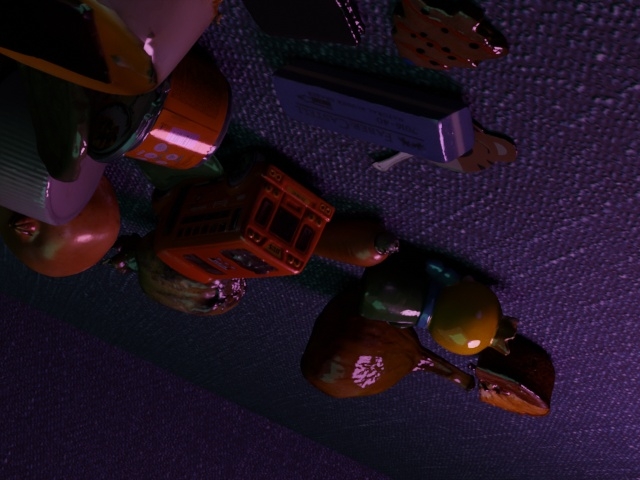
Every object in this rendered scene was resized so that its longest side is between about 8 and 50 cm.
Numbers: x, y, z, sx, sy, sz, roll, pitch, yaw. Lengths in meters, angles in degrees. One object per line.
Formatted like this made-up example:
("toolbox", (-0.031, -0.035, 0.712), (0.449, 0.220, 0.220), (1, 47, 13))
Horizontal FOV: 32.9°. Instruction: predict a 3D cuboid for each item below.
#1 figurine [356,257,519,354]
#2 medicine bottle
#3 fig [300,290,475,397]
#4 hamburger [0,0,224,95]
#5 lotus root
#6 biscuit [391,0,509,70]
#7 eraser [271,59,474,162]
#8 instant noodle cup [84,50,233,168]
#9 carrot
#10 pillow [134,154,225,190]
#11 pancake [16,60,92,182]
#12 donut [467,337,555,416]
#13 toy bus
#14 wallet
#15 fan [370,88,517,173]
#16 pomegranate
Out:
("figurine", (0.172, 0.100, 1.602), (0.234, 0.127, 0.185), (10, 173, -1))
("medicine bottle", (-0.496, -0.171, 1.483), (0.384, 0.224, 0.224), (21, 161, 8))
("fig", (0.105, 0.196, 1.853), (0.290, 0.191, 0.190), (21, 164, -28))
("hamburger", (-0.230, -0.265, 0.997), (0.294, 0.179, 0.276), (20, 164, 6))
("lotus root", (-0.254, 0.045, 1.908), (0.278, 0.154, 0.154), (13, 158, 26))
("biscuit", (0.112, -0.192, 1.028), (0.119, 0.019, 0.130), (28, 161, -13))
("eraser", (0.057, -0.142, 1.181), (0.225, 0.036, 0.082), (19, 155, 22))
("instant noodle cup", (-0.183, -0.159, 1.267), (0.125, 0.178, 0.208), (19, -168, -37))
("carrot", (0.000, 0.000, 1.609), (0.069, 0.069, 0.336), (37, 160, -34))
("pillow", (-0.218, -0.131, 1.523), (0.217, 0.033, 0.130), (-6, 122, 55))
("pancake", (-0.320, -0.186, 1.277), (0.042, 0.236, 0.222), (-13, -157, -30))
("donut", (0.322, 0.223, 1.787), (0.141, 0.085, 0.217), (18, 161, 14))
("toy bus", (-0.136, -0.023, 1.566), (0.143, 0.153, 0.329), (33, 159, -30))
("wallet", (-0.051, -0.269, 1.004), (0.124, 0.025, 0.244), (13, 158, 31))
("fan", (0.119, -0.110, 1.254), (0.152, 0.008, 0.226), (29, 160, -16))
("pomegranate", (-0.436, -0.044, 1.796), (0.209, 0.209, 0.209), (21, 161, 8))
